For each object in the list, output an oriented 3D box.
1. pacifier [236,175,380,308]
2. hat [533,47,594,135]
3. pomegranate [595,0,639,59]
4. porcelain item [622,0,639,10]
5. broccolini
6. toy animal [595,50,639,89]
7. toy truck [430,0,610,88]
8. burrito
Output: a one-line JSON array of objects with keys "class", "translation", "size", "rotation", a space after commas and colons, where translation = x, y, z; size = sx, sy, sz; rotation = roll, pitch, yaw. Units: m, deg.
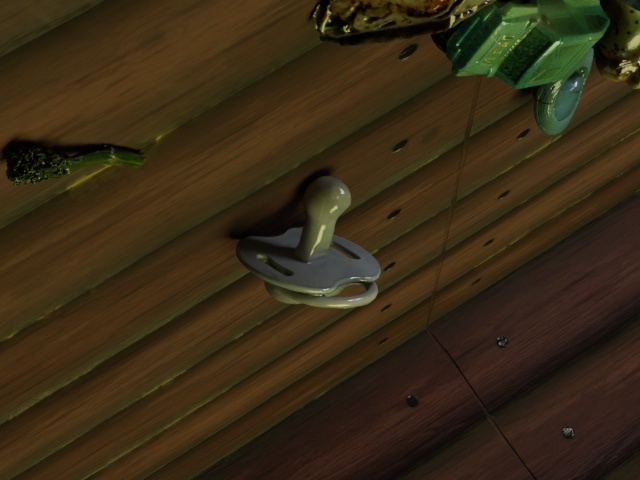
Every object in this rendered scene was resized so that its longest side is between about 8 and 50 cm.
[{"class": "pacifier", "translation": [0.000, 0.000, 1.928], "size": [0.287, 0.238, 0.226], "rotation": [-12, 122, -46]}, {"class": "hat", "translation": [0.451, -0.297, 2.130], "size": [0.138, 0.078, 0.191], "rotation": [-31, 145, -39]}, {"class": "pomegranate", "translation": [0.534, -0.383, 1.990], "size": [0.130, 0.130, 0.130], "rotation": [-31, 162, -11]}, {"class": "porcelain item", "translation": [0.533, -0.424, 1.690], "size": [0.405, 0.242, 0.179], "rotation": [-4, 126, -53]}, {"class": "broccolini", "translation": [-0.298, -0.098, 1.380], "size": [0.054, 0.051, 0.239], "rotation": [-50, 164, 24]}, {"class": "toy animal", "translation": [0.639, -0.396, 2.149], "size": [0.168, 0.121, 0.233], "rotation": [-12, 151, -26]}, {"class": "toy truck", "translation": [0.303, -0.321, 1.673], "size": [0.278, 0.156, 0.155], "rotation": [-17, 155, -46]}, {"class": "burrito", "translation": [0.172, -0.337, 1.422], "size": [0.347, 0.107, 0.175], "rotation": [-25, -164, -18]}]
